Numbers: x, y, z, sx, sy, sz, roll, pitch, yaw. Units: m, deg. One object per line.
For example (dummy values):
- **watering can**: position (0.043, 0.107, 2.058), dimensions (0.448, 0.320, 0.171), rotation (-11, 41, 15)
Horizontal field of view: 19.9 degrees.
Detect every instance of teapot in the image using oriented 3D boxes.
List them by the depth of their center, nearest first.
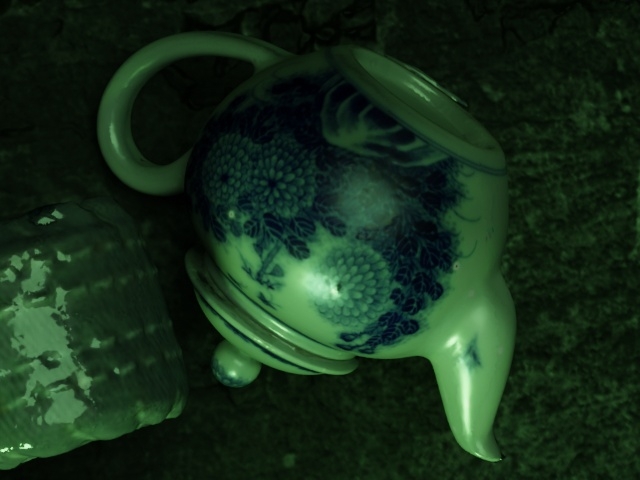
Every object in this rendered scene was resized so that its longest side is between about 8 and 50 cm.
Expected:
- **teapot**: position (0.000, 0.000, 1.396), dimensions (0.424, 0.252, 0.280), rotation (39, 106, 11)

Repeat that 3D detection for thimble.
- **thimble**: position (-0.209, 0.073, 1.293), dimensions (0.205, 0.236, 0.172), rotation (-13, 83, -15)
